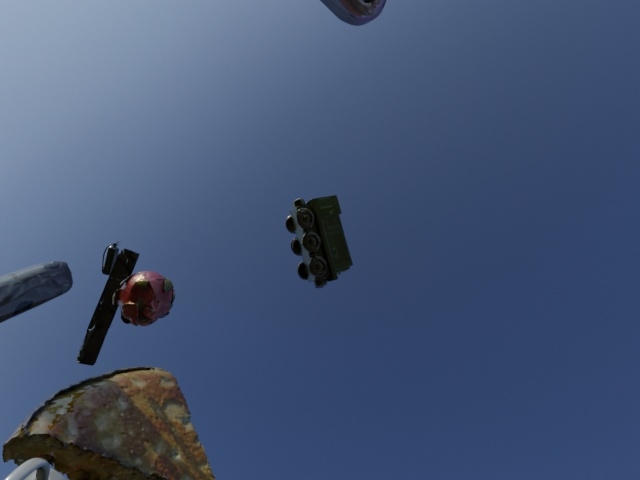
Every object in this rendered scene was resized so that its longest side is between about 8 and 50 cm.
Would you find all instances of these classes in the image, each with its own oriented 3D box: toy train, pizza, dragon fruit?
[{"bbox_3d":[0.000,0.000,0.998,0.137,0.090,0.226,-13,-94,-29],"label":"toy train"},{"bbox_3d":[-0.364,0.438,0.814,0.406,0.440,0.130,43,-87,9],"label":"pizza"},{"bbox_3d":[-0.270,0.087,0.630,0.086,0.116,0.081,-9,-77,2],"label":"dragon fruit"}]

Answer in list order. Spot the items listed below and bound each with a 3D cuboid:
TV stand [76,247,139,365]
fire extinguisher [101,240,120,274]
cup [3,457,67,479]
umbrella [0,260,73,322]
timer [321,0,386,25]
[{"bbox_3d":[-0.459,0.140,0.868,0.042,0.036,0.250,-7,-117,50],"label":"TV stand"},{"bbox_3d":[-0.499,0.040,0.953,0.025,0.038,0.084,19,-85,23],"label":"fire extinguisher"},{"bbox_3d":[-0.350,0.312,0.431,0.099,0.133,0.136,-6,-83,5],"label":"cup"},{"bbox_3d":[-0.508,0.107,0.555,0.073,0.337,0.067,-21,-82,23],"label":"umbrella"},{"bbox_3d":[0.051,-0.511,0.719,0.069,0.190,0.209,5,-107,53],"label":"timer"}]
